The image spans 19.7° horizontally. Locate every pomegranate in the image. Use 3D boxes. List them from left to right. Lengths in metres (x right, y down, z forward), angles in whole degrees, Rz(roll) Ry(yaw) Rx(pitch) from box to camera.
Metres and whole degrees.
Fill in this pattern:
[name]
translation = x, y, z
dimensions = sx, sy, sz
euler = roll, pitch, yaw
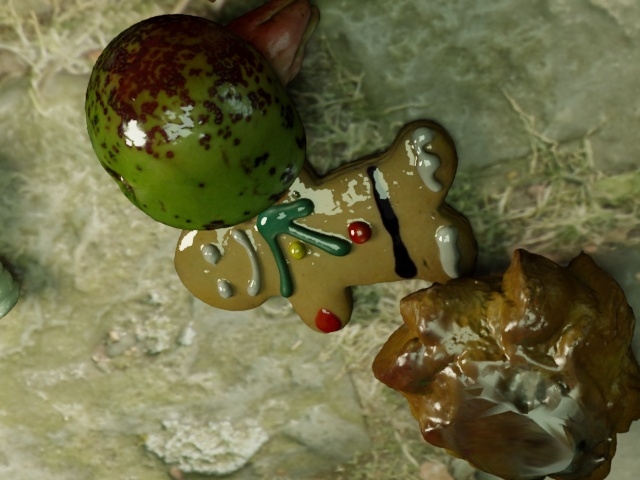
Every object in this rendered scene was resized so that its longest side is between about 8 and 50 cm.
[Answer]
[pomegranate]
translation = -0.091, -0.131, 1.670
dimensions = 0.214, 0.214, 0.248
euler = 44, 81, -11

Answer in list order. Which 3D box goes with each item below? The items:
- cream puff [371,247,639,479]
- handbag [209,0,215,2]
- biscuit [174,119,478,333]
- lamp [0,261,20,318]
[cream puff]
translation = 0.193, 0.126, 1.729
dimensions = 0.241, 0.155, 0.269
euler = -25, 123, 25
[handbag]
translation = -0.079, -0.320, 1.641
dimensions = 0.127, 0.063, 0.190
euler = 43, 111, -11
[biscuit]
translation = 0.000, 0.000, 1.781
dimensions = 0.301, 0.049, 0.197
euler = -12, 109, 16
[lamp]
translation = -0.376, -0.001, 1.822
dimensions = 0.106, 0.106, 0.193
euler = -25, 117, 20
